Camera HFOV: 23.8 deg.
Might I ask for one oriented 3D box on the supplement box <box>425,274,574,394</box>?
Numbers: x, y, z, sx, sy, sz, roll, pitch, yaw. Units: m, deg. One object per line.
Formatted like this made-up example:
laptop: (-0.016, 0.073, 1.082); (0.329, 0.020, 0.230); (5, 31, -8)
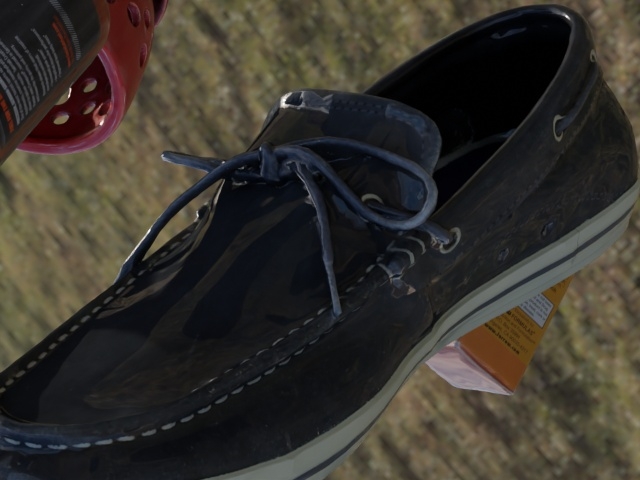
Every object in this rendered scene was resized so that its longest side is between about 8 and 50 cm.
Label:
supplement box: (0.158, 0.003, 1.191); (0.080, 0.233, 0.078); (38, 160, -27)

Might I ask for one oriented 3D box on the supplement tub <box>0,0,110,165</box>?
supplement tub: (-0.211, -0.092, 0.874); (0.106, 0.198, 0.106); (17, 138, 16)

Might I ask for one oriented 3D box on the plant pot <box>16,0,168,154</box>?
plant pot: (-0.232, -0.199, 1.310); (0.191, 0.174, 0.191); (11, 140, 9)

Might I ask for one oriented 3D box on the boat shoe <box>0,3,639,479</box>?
boat shoe: (0.000, 0.000, 0.823); (0.187, 0.500, 0.156); (17, 126, 42)
